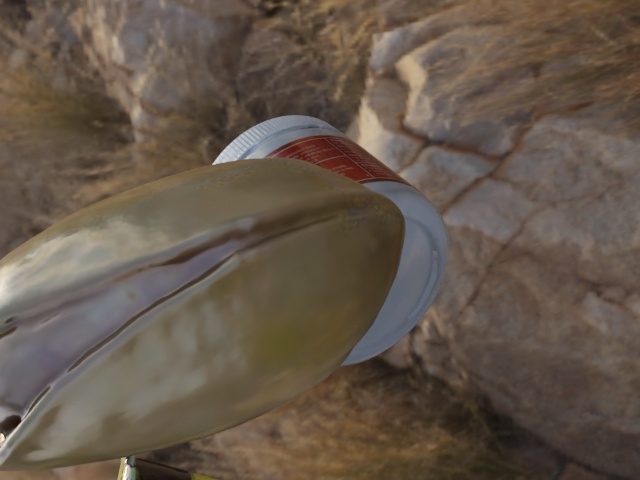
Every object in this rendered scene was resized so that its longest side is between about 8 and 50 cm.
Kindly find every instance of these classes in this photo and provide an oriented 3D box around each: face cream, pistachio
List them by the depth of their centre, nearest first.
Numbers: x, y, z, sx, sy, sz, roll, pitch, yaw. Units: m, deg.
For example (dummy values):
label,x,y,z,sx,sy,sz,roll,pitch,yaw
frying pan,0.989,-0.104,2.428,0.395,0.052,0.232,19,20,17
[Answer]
label,x,y,z,sx,sy,sz,roll,pitch,yaw
pistachio,-0.082,0.039,0.724,0.181,0.293,0.162,126,124,-72
face cream,0.000,0.000,1.179,0.187,0.201,0.201,42,132,45

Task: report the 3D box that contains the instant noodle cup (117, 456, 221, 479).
label,x,y,z,sx,sy,sz,roll,pitch,yaw
instant noodle cup,-0.116,0.344,1.263,0.215,0.236,0.216,-171,90,-79
